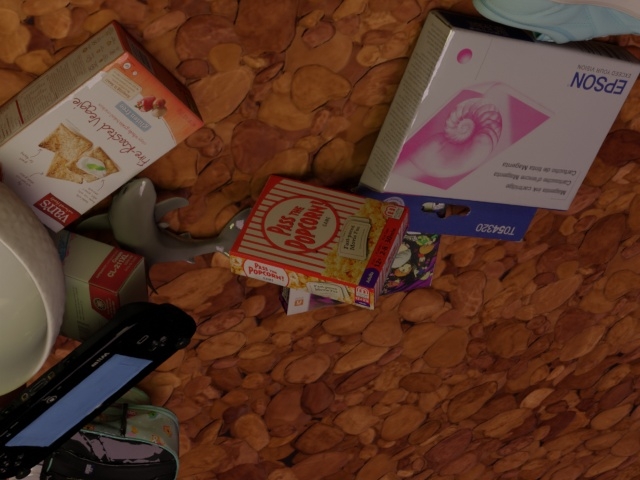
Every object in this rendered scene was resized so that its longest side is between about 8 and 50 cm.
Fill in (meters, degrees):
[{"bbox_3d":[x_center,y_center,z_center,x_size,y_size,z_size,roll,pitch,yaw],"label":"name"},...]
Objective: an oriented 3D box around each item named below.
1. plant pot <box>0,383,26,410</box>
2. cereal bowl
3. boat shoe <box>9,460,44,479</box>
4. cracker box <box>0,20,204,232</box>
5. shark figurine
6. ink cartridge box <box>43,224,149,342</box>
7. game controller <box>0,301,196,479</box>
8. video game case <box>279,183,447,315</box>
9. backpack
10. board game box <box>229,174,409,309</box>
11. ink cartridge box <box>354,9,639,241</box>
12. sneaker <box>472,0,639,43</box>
[{"bbox_3d":[-0.460,0.185,1.699,0.201,0.180,0.201,-15,140,-13],"label":"plant pot"},{"bbox_3d":[-0.446,0.023,1.515,0.339,0.141,0.339,6,132,7],"label":"cereal bowl"},{"bbox_3d":[-0.476,0.425,2.024,0.095,0.084,0.258,6,131,-32],"label":"boat shoe"},{"bbox_3d":[-0.275,-0.127,1.542,0.232,0.067,0.156,-35,139,12],"label":"cracker box"},{"bbox_3d":[-0.196,0.017,1.696,0.166,0.116,0.278,-28,153,23],"label":"shark figurine"},{"bbox_3d":[-0.308,0.057,1.649,0.175,0.072,0.127,19,139,14],"label":"ink cartridge box"},{"bbox_3d":[-0.292,0.182,1.573,0.319,0.067,0.166,-40,169,9],"label":"game controller"},{"bbox_3d":[0.061,0.003,1.877,0.232,0.041,0.210,-10,137,-18],"label":"video game case"},{"bbox_3d":[-0.297,0.298,1.923,0.188,0.144,0.165,15,127,-10],"label":"backpack"},{"bbox_3d":[0.000,0.000,1.693,0.194,0.146,0.045,13,140,14],"label":"board game box"},{"bbox_3d":[0.228,-0.127,1.767,0.324,0.071,0.330,4,121,-31],"label":"ink cartridge box"},{"bbox_3d":[0.338,-0.307,1.646,0.366,0.135,0.150,7,156,-36],"label":"sneaker"}]
